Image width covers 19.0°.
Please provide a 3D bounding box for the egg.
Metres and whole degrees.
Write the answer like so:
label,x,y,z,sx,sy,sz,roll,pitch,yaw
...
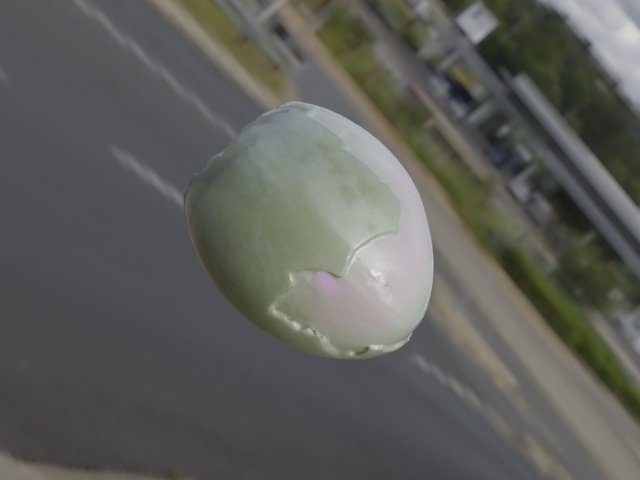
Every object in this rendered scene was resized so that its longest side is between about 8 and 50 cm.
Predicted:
label,x,y,z,sx,sy,sz,roll,pitch,yaw
egg,0.000,0.000,1.552,0.217,0.183,0.183,49,7,5
